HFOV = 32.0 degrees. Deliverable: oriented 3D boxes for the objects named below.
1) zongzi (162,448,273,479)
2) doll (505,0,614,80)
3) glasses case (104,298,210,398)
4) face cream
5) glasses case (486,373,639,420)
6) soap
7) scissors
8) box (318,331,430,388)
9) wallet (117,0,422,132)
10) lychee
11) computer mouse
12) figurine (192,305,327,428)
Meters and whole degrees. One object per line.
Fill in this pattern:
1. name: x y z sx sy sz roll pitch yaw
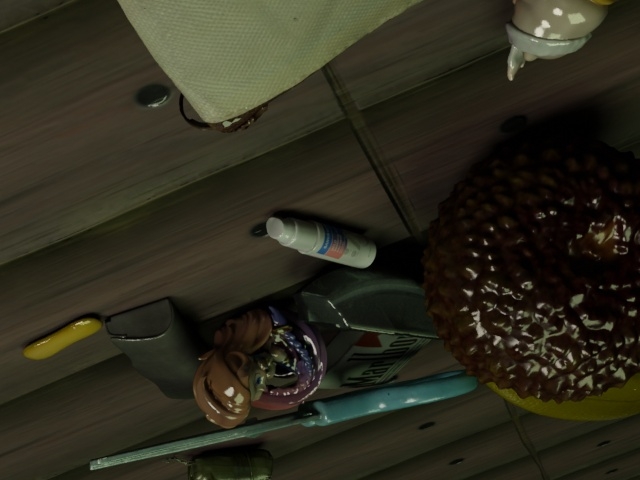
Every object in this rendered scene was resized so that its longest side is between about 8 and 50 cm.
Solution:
1. zongzi: -0.151 0.330 1.553 0.154 0.062 0.130 0 159 -20
2. doll: 0.167 -0.176 0.828 0.084 0.073 0.127 30 129 -13
3. glasses case: -0.161 0.120 1.183 0.072 0.042 0.190 -13 152 6
4. face cream: 0.000 0.000 1.067 0.034 0.034 0.130 -37 146 31
5. glasses case: 0.327 0.120 1.328 0.371 0.173 0.141 3 142 -35
6. soap: -0.255 0.097 1.108 0.089 0.012 0.034 -26 152 15
7. scissors: -0.038 0.198 1.234 0.447 0.029 0.192 -9 174 -28
8. box: 0.070 0.123 1.327 0.115 0.036 0.177 0 147 -30
9. wallet: 0.013 -0.203 0.689 0.335 0.068 0.275 -29 155 7
10. lychee: 0.210 0.027 1.046 0.271 0.271 0.271 -14 152 -8
11. computer mouse: 0.078 0.064 1.163 0.231 0.071 0.126 10 174 -31
12. figurine: -0.080 0.134 1.164 0.157 0.114 0.126 -18 141 -43
